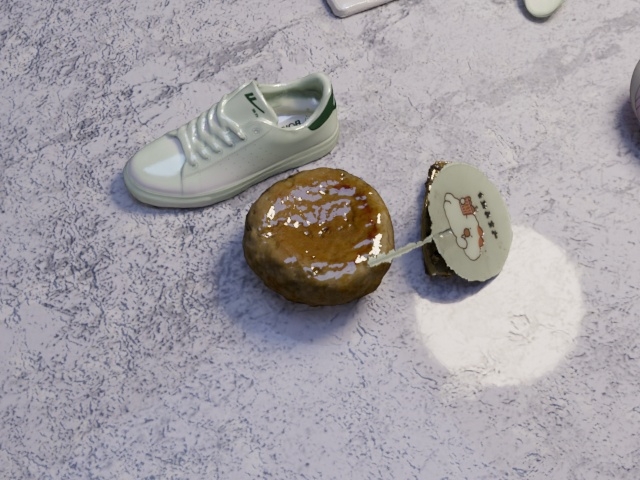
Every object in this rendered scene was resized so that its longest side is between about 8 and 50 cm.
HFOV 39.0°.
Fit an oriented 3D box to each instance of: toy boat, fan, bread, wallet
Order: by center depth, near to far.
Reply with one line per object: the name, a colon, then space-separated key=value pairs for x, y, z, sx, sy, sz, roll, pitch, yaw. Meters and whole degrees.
fan: x=0.181 y=-0.010 z=1.350 sx=0.329 sy=0.009 sz=0.190 roll=-23 pitch=94 yaw=-40
bread: x=0.000 y=0.000 z=1.358 sx=0.230 sy=0.123 sz=0.229 roll=-1 pitch=60 yaw=1
toy boat: x=0.192 y=-0.033 z=1.415 sx=0.065 sy=0.072 sz=0.206 roll=4 pitch=62 yaw=0
wallet: x=0.097 y=-0.472 z=1.658 sx=0.190 sy=0.033 sz=0.095 roll=-20 pitch=67 yaw=-13

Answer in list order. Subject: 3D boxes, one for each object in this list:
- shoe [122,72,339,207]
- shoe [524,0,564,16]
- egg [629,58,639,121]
shoe: x=-0.136 y=-0.167 z=1.414 sx=0.363 sy=0.160 sz=0.131 roll=-19 pitch=64 yaw=-13
shoe: x=0.452 y=-0.529 z=1.681 sx=0.095 sy=0.110 sz=0.264 roll=16 pitch=88 yaw=23
egg: x=0.630 y=-0.216 z=1.473 sx=0.196 sy=0.196 sz=0.271 roll=-23 pitch=78 yaw=-15
